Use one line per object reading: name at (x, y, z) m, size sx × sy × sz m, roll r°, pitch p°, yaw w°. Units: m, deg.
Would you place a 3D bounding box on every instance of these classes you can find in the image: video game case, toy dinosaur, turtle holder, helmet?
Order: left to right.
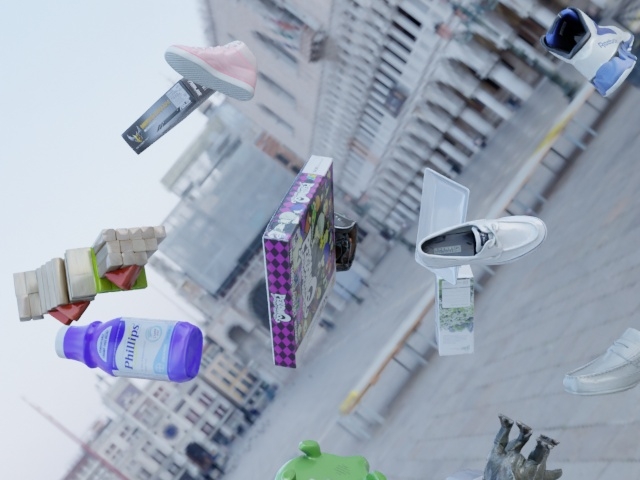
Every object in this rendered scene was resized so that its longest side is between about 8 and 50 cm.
video game case at (-0.025, 0.029, 1.261) m, size 0.210 × 0.042 × 0.232 m, roll -64°, pitch -23°, yaw -51°
helmet at (0.000, 0.000, 2.123) m, size 0.169 × 0.162 × 0.169 m, roll 9°, pitch -90°, yaw -78°
turtle holder at (0.003, 0.590, 1.964) m, size 0.320 × 0.244 × 0.227 m, roll -89°, pitch 13°, yaw -70°
toy dinosaur at (0.303, 0.372, 1.391) m, size 0.160 × 0.121 × 0.313 m, roll -61°, pitch -22°, yaw -1°

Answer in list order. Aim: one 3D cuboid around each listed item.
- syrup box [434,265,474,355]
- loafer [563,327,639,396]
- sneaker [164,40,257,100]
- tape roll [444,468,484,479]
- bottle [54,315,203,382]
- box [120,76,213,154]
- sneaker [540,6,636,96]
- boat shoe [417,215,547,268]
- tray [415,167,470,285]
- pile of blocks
syrup box at (0.352, 0.181, 2.318) m, size 0.096 × 0.093 × 0.236 m, roll -90°, pitch -4°, yaw -64°
loafer at (0.633, 0.234, 1.801) m, size 0.320 × 0.111 × 0.112 m, roll -16°, pitch 7°, yaw -18°
sneaker at (-0.145, -0.248, 1.205) m, size 0.051 × 0.134 × 0.070 m, roll -22°, pitch 50°, yaw 59°
tape roll at (0.323, 0.582, 1.797) m, size 0.219 × 0.219 × 0.072 m, roll -51°, pitch 20°, yaw -23°
bottle at (-0.370, 0.205, 1.695) m, size 0.092 × 0.283 × 0.118 m, roll 46°, pitch -131°, yaw -69°
box at (-0.276, -0.282, 1.771) m, size 0.231 × 0.056 × 0.183 m, roll -30°, pitch 14°, yaw 43°
sneaker at (0.585, -0.444, 1.938) m, size 0.127 × 0.182 × 0.315 m, roll -49°, pitch 7°, yaw 26°
boat shoe at (0.317, 0.005, 1.731) m, size 0.258 × 0.095 × 0.084 m, roll -15°, pitch -13°, yaw 8°
tray at (0.300, -0.035, 2.137) m, size 0.030 × 0.145 × 0.270 m, roll -23°, pitch -50°, yaw -35°
pile of blocks at (-0.396, 0.080, 1.522) m, size 0.362 × 0.112 × 0.149 m, roll -21°, pitch -16°, yaw 36°
